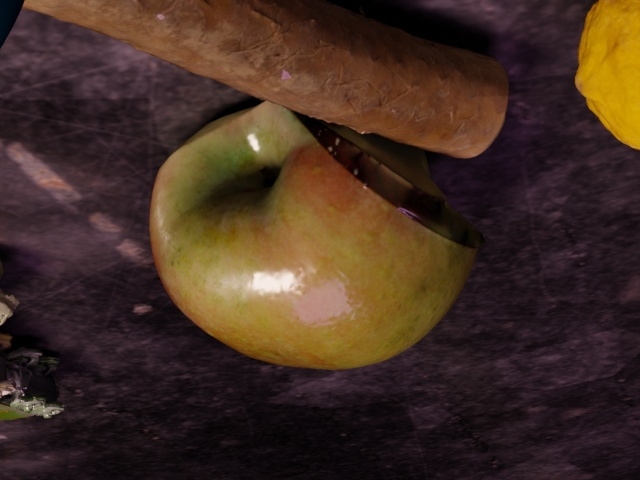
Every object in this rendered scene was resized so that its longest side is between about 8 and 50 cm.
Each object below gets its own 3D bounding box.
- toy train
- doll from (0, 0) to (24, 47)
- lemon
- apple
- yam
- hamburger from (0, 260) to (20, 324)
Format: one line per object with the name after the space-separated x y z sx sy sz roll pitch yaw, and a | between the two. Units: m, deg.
-0.288 0.118 1.090 0.081 0.060 0.202 -12 162 9 | toy train
-0.217 -0.113 0.484 0.186 0.198 0.322 -20 170 -37 | doll
0.213 -0.104 0.692 0.155 0.114 0.114 -15 156 -8 | lemon
0.000 0.000 0.816 0.207 0.174 0.188 -1 157 29 | apple
-0.029 -0.113 0.667 0.356 0.081 0.081 14 148 -38 | yam
-0.303 0.040 0.944 0.140 0.062 0.133 -21 152 26 | hamburger
